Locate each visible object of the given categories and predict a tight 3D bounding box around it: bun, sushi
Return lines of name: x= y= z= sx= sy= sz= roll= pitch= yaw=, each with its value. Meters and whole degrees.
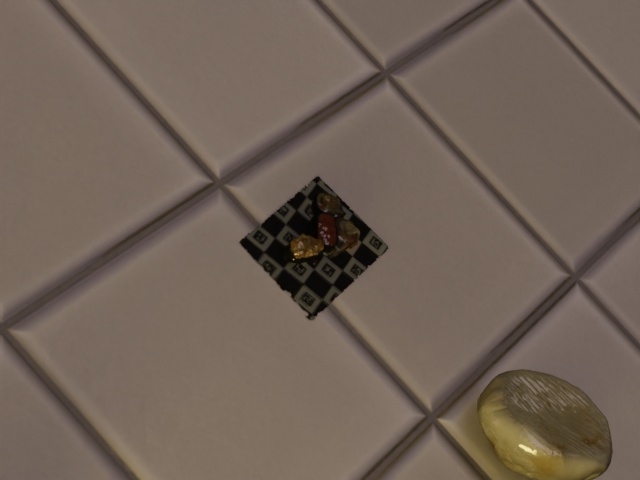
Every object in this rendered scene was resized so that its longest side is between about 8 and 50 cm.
bun: x=0.275 y=0.249 z=2.082 sx=0.183 sy=0.102 sz=0.183 roll=20 pitch=31 yaw=-13
sushi: x=0.000 y=0.000 z=2.127 sx=0.139 sy=0.031 sz=0.201 roll=45 pitch=44 yaw=2
